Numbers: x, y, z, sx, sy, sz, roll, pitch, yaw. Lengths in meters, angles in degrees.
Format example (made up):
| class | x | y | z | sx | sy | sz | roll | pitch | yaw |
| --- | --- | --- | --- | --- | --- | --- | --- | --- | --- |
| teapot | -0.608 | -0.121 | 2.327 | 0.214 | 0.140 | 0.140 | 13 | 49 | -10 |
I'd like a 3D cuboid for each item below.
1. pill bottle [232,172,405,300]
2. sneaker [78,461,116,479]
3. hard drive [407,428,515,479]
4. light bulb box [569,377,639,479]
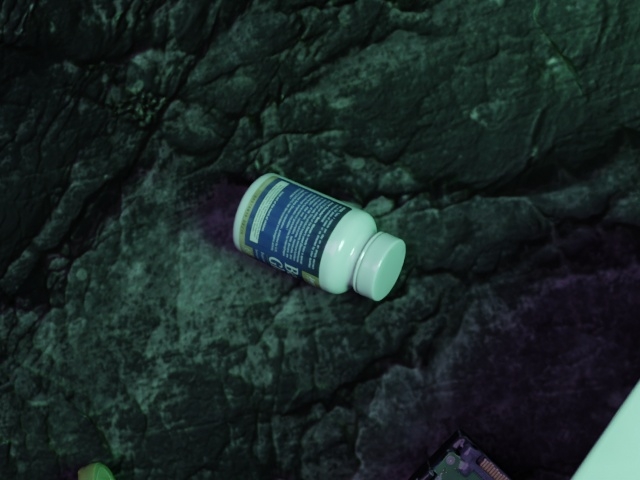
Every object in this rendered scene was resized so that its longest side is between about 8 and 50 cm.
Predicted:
| class | x | y | z | sx | sy | sz | roll | pitch | yaw |
| --- | --- | --- | --- | --- | --- | --- | --- | --- | --- |
| pill bottle | 0.000 | 0.000 | 1.442 | 0.169 | 0.094 | 0.094 | 24 | 93 | 23 |
| sneaker | -0.196 | 0.326 | 1.505 | 0.086 | 0.064 | 0.192 | -23 | 76 | 10 |
| hard drive | 0.103 | 0.382 | 1.317 | 0.237 | 0.064 | 0.339 | 43 | 94 | -1 |
| light bulb box | 0.372 | 0.168 | 1.094 | 0.225 | 0.361 | 0.358 | 34 | 83 | 21 |
